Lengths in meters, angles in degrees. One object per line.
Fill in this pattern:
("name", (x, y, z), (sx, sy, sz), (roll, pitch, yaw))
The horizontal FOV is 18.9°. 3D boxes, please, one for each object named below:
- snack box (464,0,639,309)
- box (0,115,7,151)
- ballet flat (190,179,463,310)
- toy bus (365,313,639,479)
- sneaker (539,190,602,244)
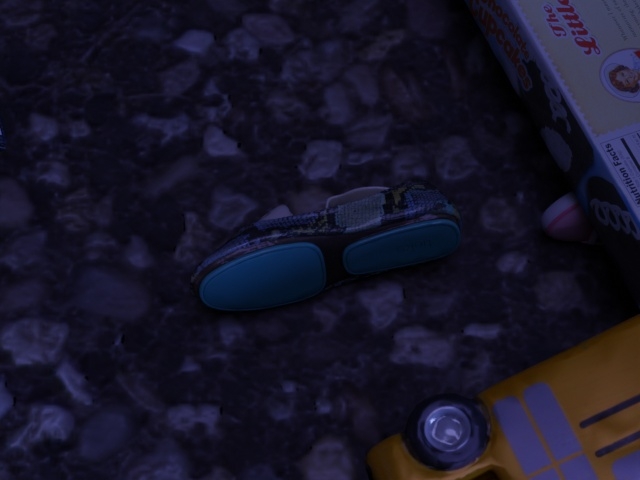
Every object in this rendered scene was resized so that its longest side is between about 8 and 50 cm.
("snack box", (0.229, -0.120, 1.310), (0.187, 0.060, 0.322), (-17, 66, -20))
("box", (-0.335, -0.137, 1.247), (0.216, 0.060, 0.270), (-27, 70, 22))
("ballet flat", (0.000, 0.000, 1.289), (0.188, 0.070, 0.070), (-11, 69, -11))
("toy bus", (0.200, 0.118, 1.198), (0.332, 0.108, 0.130), (-26, 68, -5))
("sneaker", (0.221, -0.008, 1.309), (0.134, 0.051, 0.070), (-12, 64, -14))
